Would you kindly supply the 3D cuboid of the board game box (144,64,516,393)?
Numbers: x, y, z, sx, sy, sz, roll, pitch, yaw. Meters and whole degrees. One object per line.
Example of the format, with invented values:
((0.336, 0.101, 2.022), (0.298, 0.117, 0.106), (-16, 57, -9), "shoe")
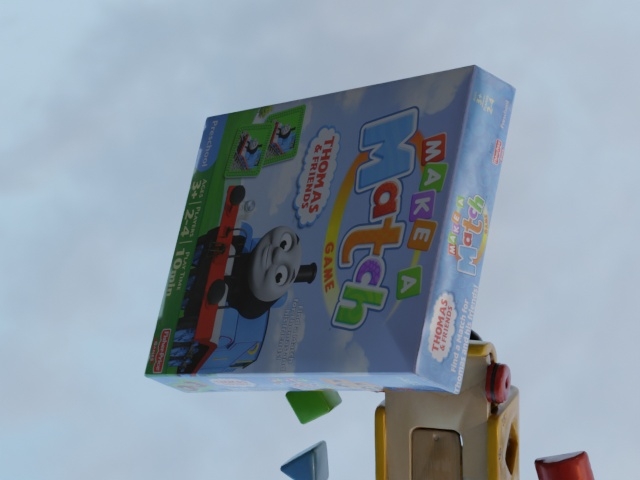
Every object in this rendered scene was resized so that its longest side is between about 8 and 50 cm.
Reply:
((0.000, 0.000, 0.841), (0.211, 0.039, 0.160), (-6, -114, 46), "board game box")

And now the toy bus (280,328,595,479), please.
((0.093, 0.131, 1.130), (0.202, 0.191, 0.104), (-45, 174, 22), "toy bus")
